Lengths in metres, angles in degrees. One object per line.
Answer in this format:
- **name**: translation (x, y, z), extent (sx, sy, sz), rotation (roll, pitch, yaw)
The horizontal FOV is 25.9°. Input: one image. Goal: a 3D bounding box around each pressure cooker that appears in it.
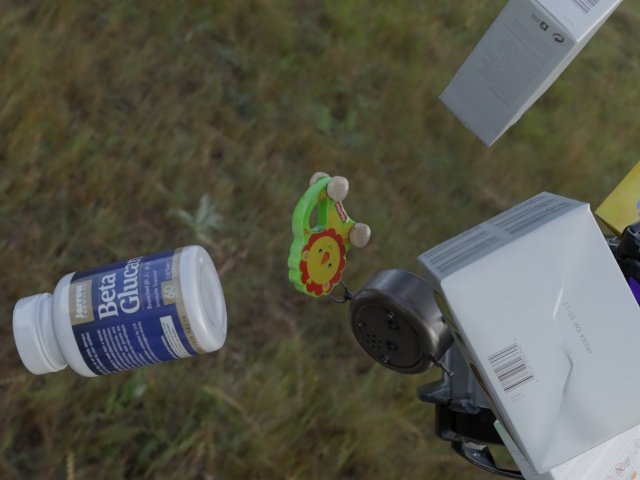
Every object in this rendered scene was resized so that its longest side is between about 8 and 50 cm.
- **pressure cooker**: translation (0.377, 0.196, 2.334), extent (0.370, 0.420, 0.376), rotation (3, 3, 40)

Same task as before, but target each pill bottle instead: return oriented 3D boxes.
- **pill bottle**: translation (-0.174, 0.066, 1.204), extent (0.094, 0.169, 0.094), rotation (-13, 90, -80)

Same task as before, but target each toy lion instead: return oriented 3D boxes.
- **toy lion**: translation (0.000, 0.000, 1.317), extent (0.034, 0.096, 0.100), rotation (16, -36, 40)

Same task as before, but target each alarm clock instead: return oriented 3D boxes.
- **alarm clock**: translation (0.080, 0.094, 1.697), extent (0.192, 0.129, 0.064), rotation (28, 49, 25)

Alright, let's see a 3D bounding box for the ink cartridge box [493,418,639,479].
- **ink cartridge box**: translation (0.327, 0.257, 1.710), extent (0.181, 0.056, 0.224), rotation (-41, 110, -35)

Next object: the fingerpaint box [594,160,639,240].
- **fingerpaint box**: translation (0.656, -0.094, 1.993), extent (0.371, 0.445, 0.163), rotation (36, 6, -47)

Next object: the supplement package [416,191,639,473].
- **supplement package**: translation (0.202, 0.076, 1.277), extent (0.194, 0.149, 0.203), rotation (63, 1, -5)

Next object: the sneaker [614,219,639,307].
- **sneaker**: translation (0.332, 0.047, 1.411), extent (0.102, 0.293, 0.146), rotation (-31, 101, -30)

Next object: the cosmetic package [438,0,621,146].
- **cosmetic package**: translation (0.220, -0.205, 1.443), extent (0.085, 0.231, 0.117), rotation (45, 61, 4)
